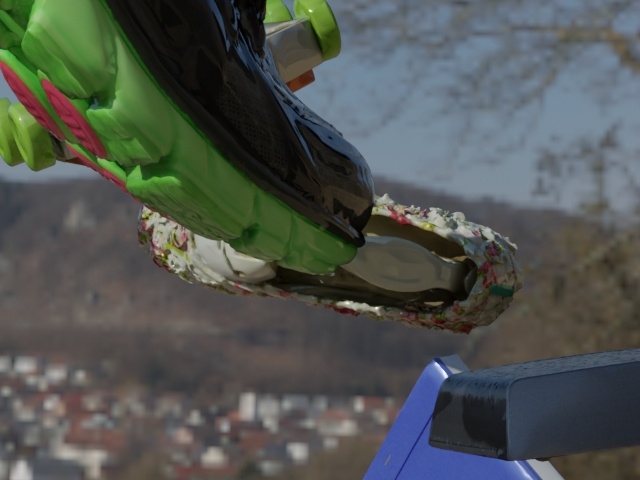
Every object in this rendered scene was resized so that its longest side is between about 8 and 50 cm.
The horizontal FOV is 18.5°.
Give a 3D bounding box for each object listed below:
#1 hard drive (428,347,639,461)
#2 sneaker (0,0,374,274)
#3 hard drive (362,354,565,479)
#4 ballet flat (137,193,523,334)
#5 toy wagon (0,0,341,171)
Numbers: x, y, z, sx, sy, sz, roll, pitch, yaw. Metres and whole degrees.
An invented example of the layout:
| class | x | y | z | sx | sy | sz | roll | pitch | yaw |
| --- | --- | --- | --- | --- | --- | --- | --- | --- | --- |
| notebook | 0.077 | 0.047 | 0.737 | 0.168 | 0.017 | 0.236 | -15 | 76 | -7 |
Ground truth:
| class | x | y | z | sx | sy | sz | roll | pitch | yaw |
| --- | --- | --- | --- | --- | --- | --- | --- | --- | --- |
| hard drive | 0.206 | 0.094 | 1.195 | 0.255 | 0.054 | 0.172 | -5 | -1 | -14 |
| sneaker | -0.084 | -0.166 | 0.927 | 0.185 | 0.202 | 0.483 | 31 | -20 | 51 |
| hard drive | 0.149 | 0.277 | 1.583 | 0.040 | 0.210 | 0.318 | -6 | 44 | -41 |
| ballet flat | 0.000 | 0.000 | 1.159 | 0.241 | 0.091 | 0.077 | 8 | 2 | 12 |
| toy wagon | -0.116 | -0.121 | 1.552 | 0.267 | 0.068 | 0.344 | -22 | 11 | -14 |
